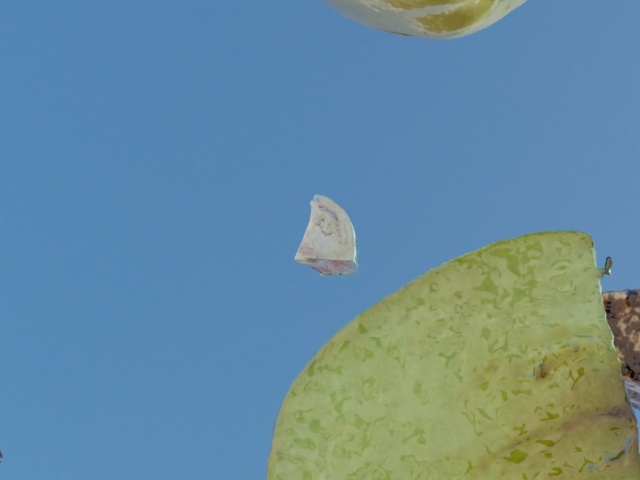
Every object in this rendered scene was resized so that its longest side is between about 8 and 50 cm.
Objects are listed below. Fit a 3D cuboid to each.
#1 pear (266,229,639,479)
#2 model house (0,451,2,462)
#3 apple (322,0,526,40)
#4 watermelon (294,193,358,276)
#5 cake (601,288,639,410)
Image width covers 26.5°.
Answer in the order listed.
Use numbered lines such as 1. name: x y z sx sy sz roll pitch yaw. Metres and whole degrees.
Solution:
1. pear: 0.089 0.162 0.849 0.239 0.139 0.288 -11 -111 3
2. model house: -0.484 0.224 1.257 0.317 0.297 0.282 -2 -82 10
3. apple: 0.060 -0.221 0.857 0.200 0.200 0.200 8 -66 18
4. watermelon: 0.000 0.000 1.274 0.085 0.061 0.085 48 -29 38
5. cake: 0.239 0.056 1.066 0.246 0.112 0.135 21 -103 7
